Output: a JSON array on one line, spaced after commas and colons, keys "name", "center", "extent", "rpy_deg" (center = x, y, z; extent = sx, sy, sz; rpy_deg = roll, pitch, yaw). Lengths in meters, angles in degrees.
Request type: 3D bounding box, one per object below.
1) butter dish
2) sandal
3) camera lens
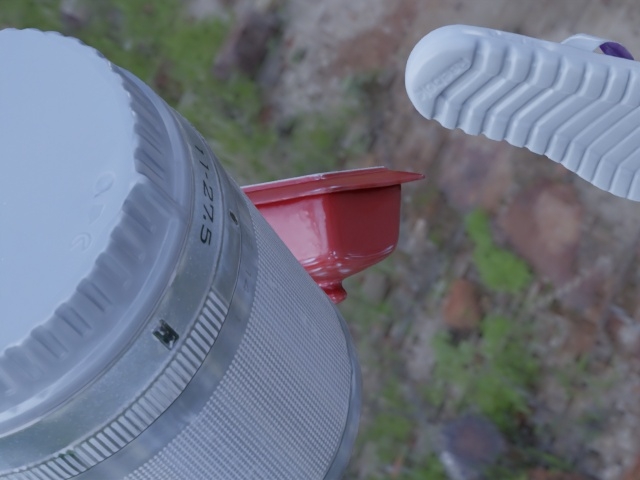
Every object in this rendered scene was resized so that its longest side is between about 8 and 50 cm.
[{"name": "butter dish", "center": [0.000, 0.000, 1.663], "extent": [0.160, 0.160, 0.118], "rpy_deg": [-9, 90, 38]}, {"name": "sandal", "center": [0.288, -0.162, 2.024], "extent": [0.169, 0.416, 0.102], "rpy_deg": [-53, 29, 37]}, {"name": "camera lens", "center": [-0.118, 0.051, 0.942], "extent": [0.219, 0.274, 0.219], "rpy_deg": [-13, 55, 19]}]
